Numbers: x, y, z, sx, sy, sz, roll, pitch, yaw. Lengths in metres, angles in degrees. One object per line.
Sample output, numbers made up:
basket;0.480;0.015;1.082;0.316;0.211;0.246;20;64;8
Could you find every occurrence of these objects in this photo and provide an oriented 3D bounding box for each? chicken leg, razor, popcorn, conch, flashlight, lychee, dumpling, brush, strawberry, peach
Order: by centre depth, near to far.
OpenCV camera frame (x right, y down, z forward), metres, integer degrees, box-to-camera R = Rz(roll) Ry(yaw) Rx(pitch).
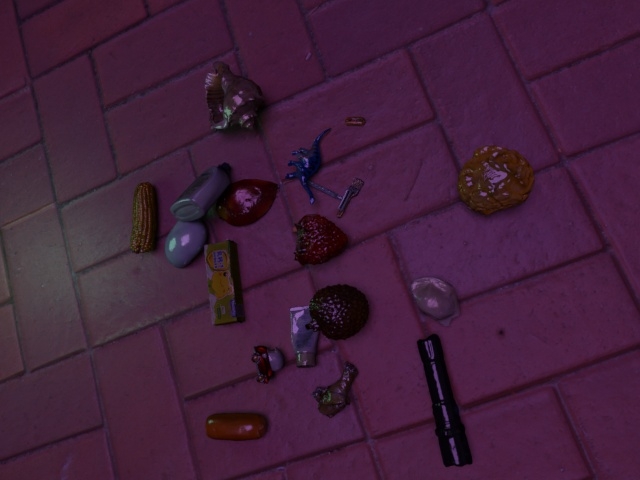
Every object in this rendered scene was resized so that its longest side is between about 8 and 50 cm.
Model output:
flashlight;0.409;0.524;1.612;0.103;0.103;0.423;-13;76;12
popcorn;0.587;-0.208;1.646;0.251;0.190;0.249;1;93;14
dumpling;0.400;0.200;1.661;0.136;0.118;0.199;-36;95;8
lychee;0.055;0.254;1.699;0.239;0.200;0.200;-27;74;-10
chicken leg;0.064;0.532;1.709;0.196;0.080;0.125;-42;61;4
strawberry;0.000;0.000;1.769;0.202;0.184;0.186;4;45;-6
brush;0.109;-0.160;1.847;0.043;0.014;0.169;30;90;21
razor;0.017;-0.194;1.866;0.211;0.036;0.084;29;94;25
peach;-0.296;-0.163;1.925;0.280;0.068;0.188;-27;76;9
conch;-0.554;0.004;1.949;0.185;0.121;0.221;37;97;47
conch;-0.351;-0.559;1.952;0.263;0.186;0.323;-34;60;24

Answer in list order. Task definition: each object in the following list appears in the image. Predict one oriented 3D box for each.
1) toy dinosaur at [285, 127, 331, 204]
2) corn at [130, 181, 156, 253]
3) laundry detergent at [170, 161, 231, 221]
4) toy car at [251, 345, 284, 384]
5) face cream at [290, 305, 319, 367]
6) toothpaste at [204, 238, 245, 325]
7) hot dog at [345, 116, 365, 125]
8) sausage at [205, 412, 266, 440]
toy dinosaur;-0.060;-0.300;1.874;0.145;0.076;0.328;9;73;12
corn;-0.730;-0.099;2.009;0.102;0.102;0.312;-4;80;14
laundry detergent;-0.453;-0.205;1.912;0.215;0.105;0.280;-16;36;43
toy car;-0.188;0.448;1.780;0.112;0.112;0.139;-13;87;-4
face cream;-0.054;0.351;1.785;0.114;0.070;0.223;-8;66;13
toothpaste;-0.371;0.166;1.882;0.111;0.077;0.326;-12;78;14
hot dog;0.135;-0.465;1.887;0.084;0.021;0.037;2;82;16
sausage;-0.313;0.683;1.773;0.239;0.098;0.097;-5;79;15
